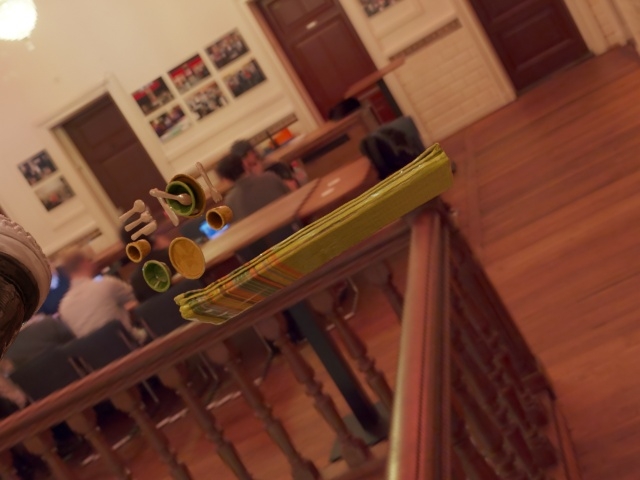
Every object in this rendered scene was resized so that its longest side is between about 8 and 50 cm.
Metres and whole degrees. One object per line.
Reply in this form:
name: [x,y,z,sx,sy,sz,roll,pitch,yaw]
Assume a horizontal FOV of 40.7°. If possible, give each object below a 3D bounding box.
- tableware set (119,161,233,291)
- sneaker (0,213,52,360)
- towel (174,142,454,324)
tableware set: [-0.150,-0.007,0.892,0.154,0.104,0.024,-27,6,38]
sneaker: [-0.292,0.070,0.480,0.268,0.101,0.153,-13,37,11]
towel: [0.000,0.000,0.696,0.237,0.021,0.102,-31,-12,5]
